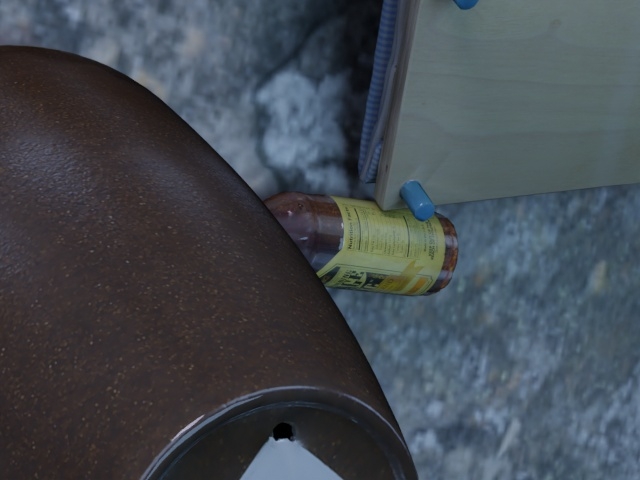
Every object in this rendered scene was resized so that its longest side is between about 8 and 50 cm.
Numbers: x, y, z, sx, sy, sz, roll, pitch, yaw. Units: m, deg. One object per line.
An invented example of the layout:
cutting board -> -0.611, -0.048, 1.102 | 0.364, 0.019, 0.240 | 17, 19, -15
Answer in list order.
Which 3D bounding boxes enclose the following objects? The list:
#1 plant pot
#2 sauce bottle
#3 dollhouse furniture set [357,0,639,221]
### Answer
plant pot -> -0.070, 0.061, 0.671 | 0.215, 0.230, 0.215 | -11, 111, -29
sauce bottle -> 0.000, 0.000, 0.855 | 0.128, 0.042, 0.042 | 7, 91, -33
dollhouse furniture set -> 0.055, -0.156, 0.856 | 0.286, 0.198, 0.303 | -8, 129, -19
